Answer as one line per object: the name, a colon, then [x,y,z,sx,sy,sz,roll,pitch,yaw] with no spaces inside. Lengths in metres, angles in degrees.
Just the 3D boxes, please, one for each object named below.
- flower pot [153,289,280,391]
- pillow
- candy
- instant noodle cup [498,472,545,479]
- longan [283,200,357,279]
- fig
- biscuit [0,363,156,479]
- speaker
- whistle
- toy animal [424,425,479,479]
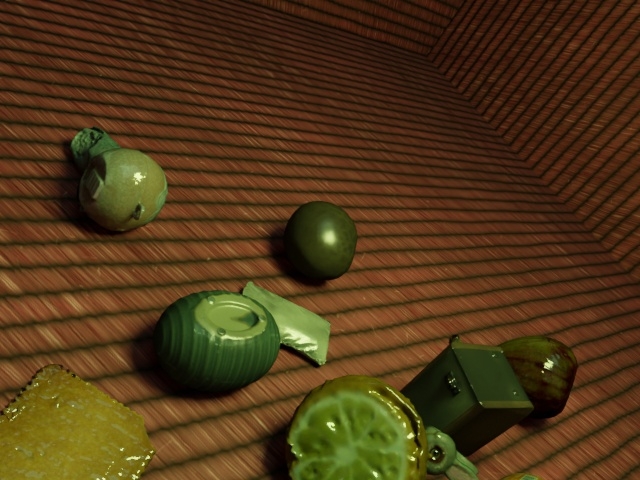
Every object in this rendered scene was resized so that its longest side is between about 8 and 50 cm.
flower pot: [-0.190,0.186,1.067,0.243,0.157,0.189,6,46,-33]
pillow: [-0.077,0.181,1.258,0.229,0.051,0.128,29,38,-12]
candy: [0.063,0.367,1.003,0.260,0.118,0.259,-1,72,2]
instant noodle cup: [0.373,0.551,1.076,0.172,0.215,0.215,-1,48,-52]
longan: [0.000,0.000,1.422,0.198,0.198,0.212,24,52,-15]
fig: [0.492,0.322,1.485,0.321,0.216,0.217,22,27,30]
biscuit: [-0.387,0.322,0.868,0.237,0.013,0.232,33,35,-4]
speaker: [0.296,0.348,1.213,0.193,0.231,0.153,10,42,-32]
whistle: [-0.448,-0.141,1.247,0.189,0.189,0.348,-3,36,-42]
toy animal: [0.193,0.397,1.105,0.251,0.125,0.127,14,64,11]
